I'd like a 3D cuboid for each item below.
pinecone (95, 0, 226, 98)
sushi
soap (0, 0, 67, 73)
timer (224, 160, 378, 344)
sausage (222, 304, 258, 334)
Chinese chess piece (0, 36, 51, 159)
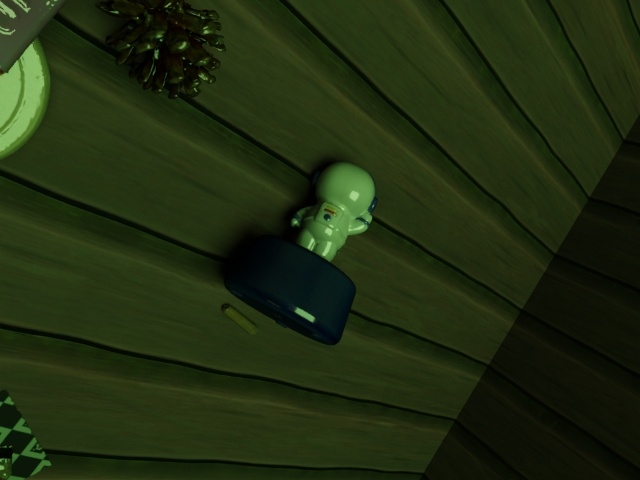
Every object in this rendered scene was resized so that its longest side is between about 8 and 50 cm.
[{"bbox_3d":[-0.236,-0.308,0.750,0.195,0.179,0.150,57,35,-53],"label":"pinecone"},{"bbox_3d":[-0.642,0.416,0.881,0.231,0.047,0.220,-24,124,-25],"label":"sushi"},{"bbox_3d":[-0.360,-0.313,0.568,0.203,0.065,0.122,-46,132,6],"label":"soap"},{"bbox_3d":[0.000,0.000,1.054,0.270,0.270,0.384,43,70,-41],"label":"timer"},{"bbox_3d":[-0.184,0.181,1.123,0.026,0.026,0.116,-47,131,-8],"label":"sausage"},{"bbox_3d":[-0.503,-0.222,0.637,0.273,0.102,0.274,-16,120,-30],"label":"Chinese chess piece"}]
